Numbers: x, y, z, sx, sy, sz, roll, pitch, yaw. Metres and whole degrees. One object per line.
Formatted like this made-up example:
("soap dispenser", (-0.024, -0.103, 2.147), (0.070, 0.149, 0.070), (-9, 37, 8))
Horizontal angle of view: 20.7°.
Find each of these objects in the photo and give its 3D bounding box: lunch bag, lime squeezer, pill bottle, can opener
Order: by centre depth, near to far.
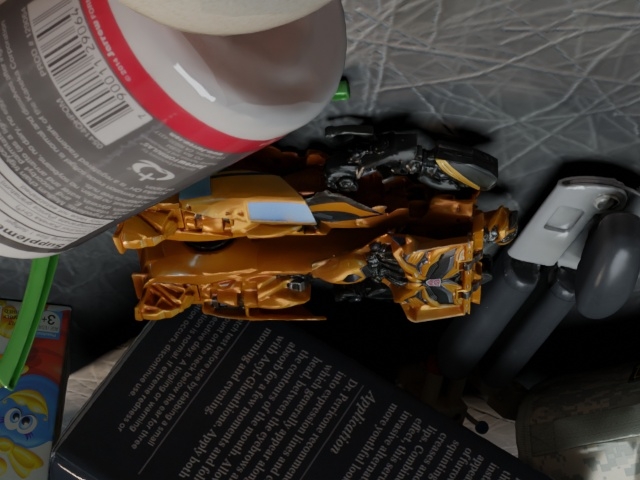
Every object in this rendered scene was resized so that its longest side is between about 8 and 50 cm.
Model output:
("pill bottle", (-0.153, -0.092, 1.063), (0.318, 0.176, 0.176), (-25, 140, 38))
("lime squeezer", (-0.130, -0.042, 1.200), (0.310, 0.110, 0.059), (-40, 144, -2))
("can opener", (0.168, 0.049, 1.351), (0.076, 0.095, 0.283), (12, 143, -13))
("lunch bag", (0.309, 0.185, 1.498), (0.235, 0.169, 0.287), (-10, 151, 16))

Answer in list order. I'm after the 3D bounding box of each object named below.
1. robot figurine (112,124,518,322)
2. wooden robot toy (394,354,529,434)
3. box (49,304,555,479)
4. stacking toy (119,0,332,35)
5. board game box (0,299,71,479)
("robot figurine", (0.000, 0.000, 1.293), (0.291, 0.085, 0.211), (0, 148, 4))
("wooden robot toy", (0.101, 0.122, 1.525), (0.173, 0.079, 0.076), (-2, 116, -30))
("box", (-0.007, 0.258, 1.457), (0.395, 0.212, 0.293), (31, 150, 9))
("stacking toy", (-0.194, -0.276, 0.731), (0.480, 0.350, 0.350), (9, 155, 29))
("board game box", (-0.295, 0.201, 1.468), (0.142, 0.275, 0.144), (6, 149, -5))
